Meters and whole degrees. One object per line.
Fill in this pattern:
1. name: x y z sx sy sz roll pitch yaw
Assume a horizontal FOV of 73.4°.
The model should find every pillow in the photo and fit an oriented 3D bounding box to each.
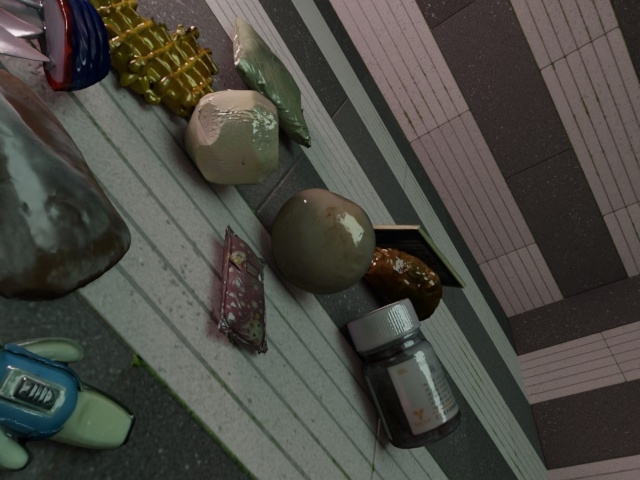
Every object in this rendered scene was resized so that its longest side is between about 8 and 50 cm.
1. pillow: -0.123 0.079 0.681 0.118 0.043 0.185 46 33 -45
2. pillow: -0.127 -0.399 1.092 0.274 0.076 0.281 43 26 -42

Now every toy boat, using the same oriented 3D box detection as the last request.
1. toy boat: -0.368 -0.249 0.465 0.219 0.072 0.318 49 29 -3

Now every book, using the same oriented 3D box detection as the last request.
1. book: 0.264 0.048 1.267 0.322 0.228 0.018 43 62 -38

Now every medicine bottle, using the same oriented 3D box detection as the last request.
1. medicine bottle: 0.174 0.277 0.917 0.165 0.165 0.274 -1 68 -63

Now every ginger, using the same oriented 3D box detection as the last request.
1. ginger: 0.244 0.114 1.202 0.321 0.172 0.165 45 37 -37

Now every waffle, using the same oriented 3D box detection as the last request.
1. waffle: -0.281 -0.334 0.738 0.292 0.069 0.260 16 51 -56

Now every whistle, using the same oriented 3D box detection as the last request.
1. whistle: -0.256 0.121 0.352 0.236 0.077 0.114 49 37 -41

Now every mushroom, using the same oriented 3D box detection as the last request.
1. mushroom: -0.009 0.002 0.849 0.206 0.209 0.207 3 86 -40

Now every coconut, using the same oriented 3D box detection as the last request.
1. coconut: -0.153 -0.177 0.733 0.161 0.161 0.161 179 -90 -81

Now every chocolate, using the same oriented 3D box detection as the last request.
1. chocolate: -0.297 -0.069 0.436 0.254 0.080 0.157 60 25 -9
